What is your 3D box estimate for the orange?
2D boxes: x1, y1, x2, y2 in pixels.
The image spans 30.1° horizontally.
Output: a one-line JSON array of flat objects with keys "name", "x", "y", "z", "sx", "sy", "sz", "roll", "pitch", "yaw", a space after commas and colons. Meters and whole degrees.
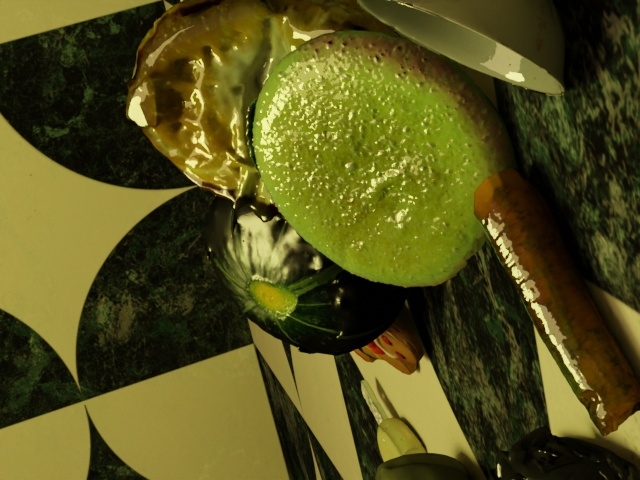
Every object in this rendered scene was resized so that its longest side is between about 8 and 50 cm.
[{"name": "orange", "x": -0.019, "y": -0.171, "z": 1.358, "sx": 0.369, "sy": 0.210, "sz": 0.271, "roll": 23, "pitch": 128, "yaw": 17}]

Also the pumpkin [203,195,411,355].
[{"name": "pumpkin", "x": 0.000, "y": 0.000, "z": 1.599, "sx": 0.296, "sy": 0.296, "sz": 0.296, "roll": 162, "pitch": 90, "yaw": -78}]

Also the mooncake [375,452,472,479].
[{"name": "mooncake", "x": 0.157, "y": 0.418, "z": 1.607, "sx": 0.275, "sy": 0.135, "sz": 0.275, "roll": -9, "pitch": -90, "yaw": -90}]

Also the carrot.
[{"name": "carrot", "x": 0.216, "y": 0.052, "z": 1.079, "sx": 0.070, "sy": 0.070, "sz": 0.260, "roll": 96, "pitch": 152, "yaw": -63}]

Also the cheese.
[{"name": "cheese", "x": 0.116, "y": 0.320, "z": 1.942, "sx": 0.255, "sy": 0.050, "sz": 0.127, "roll": -121, "pitch": 18, "yaw": -47}]

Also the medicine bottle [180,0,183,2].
[{"name": "medicine bottle", "x": -0.101, "y": -0.405, "z": 1.530, "sx": 0.332, "sy": 0.190, "sz": 0.190, "roll": 89, "pitch": 159, "yaw": -52}]

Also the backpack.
[{"name": "backpack", "x": 0.241, "y": 0.287, "z": 1.195, "sx": 0.258, "sy": 0.133, "sz": 0.206, "roll": 178, "pitch": 77, "yaw": -85}]

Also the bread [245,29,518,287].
[{"name": "bread", "x": 0.054, "y": -0.079, "z": 1.218, "sx": 0.301, "sy": 0.045, "sz": 0.301, "roll": 15, "pitch": 127, "yaw": 21}]

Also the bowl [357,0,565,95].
[{"name": "bowl", "x": 0.132, "y": -0.195, "z": 0.974, "sx": 0.086, "sy": 0.189, "sz": 0.189, "roll": -64, "pitch": 19, "yaw": 3}]

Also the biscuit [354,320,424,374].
[{"name": "biscuit", "x": 0.072, "y": 0.140, "z": 1.744, "sx": 0.165, "sy": 0.036, "sz": 0.250, "roll": 47, "pitch": 165, "yaw": -19}]
